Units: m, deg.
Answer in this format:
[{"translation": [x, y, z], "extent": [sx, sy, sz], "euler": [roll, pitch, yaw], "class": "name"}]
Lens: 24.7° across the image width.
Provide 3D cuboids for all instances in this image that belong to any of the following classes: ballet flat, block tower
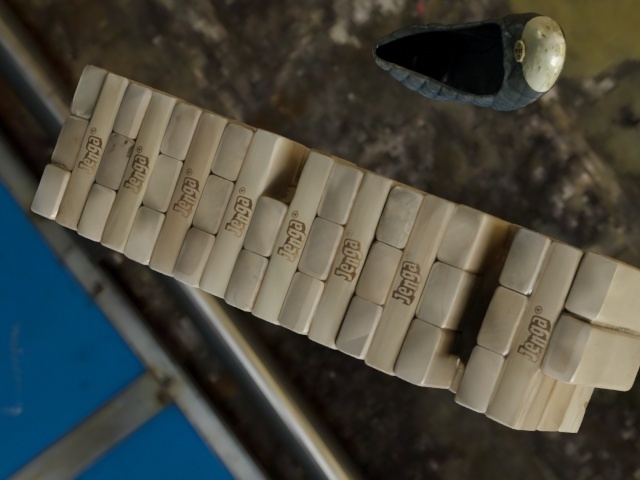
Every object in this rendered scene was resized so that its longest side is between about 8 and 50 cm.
[{"translation": [0.090, -0.108, 0.891], "extent": [0.049, 0.057, 0.173], "euler": [5, 180, -28], "class": "ballet flat"}, {"translation": [0.000, 0.000, 0.759], "extent": [0.335, 0.091, 0.097], "euler": [22, -178, 30], "class": "block tower"}]
